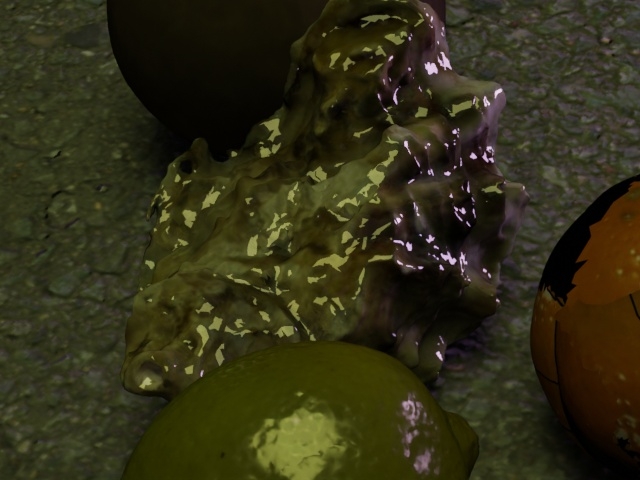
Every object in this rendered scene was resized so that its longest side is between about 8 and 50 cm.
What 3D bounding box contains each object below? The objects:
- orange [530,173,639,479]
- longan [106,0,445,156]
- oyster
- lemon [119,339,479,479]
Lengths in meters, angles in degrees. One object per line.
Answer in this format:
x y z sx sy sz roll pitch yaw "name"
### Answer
0.248 0.055 1.265 0.234 0.182 0.234 -6 53 8 "orange"
-0.031 -0.176 1.499 0.258 0.258 0.258 -3 42 3 "longan"
0.000 -0.001 1.323 0.238 0.115 0.351 46 63 8 "oyster"
-0.019 0.154 1.173 0.248 0.184 0.184 -18 43 -10 "lemon"
